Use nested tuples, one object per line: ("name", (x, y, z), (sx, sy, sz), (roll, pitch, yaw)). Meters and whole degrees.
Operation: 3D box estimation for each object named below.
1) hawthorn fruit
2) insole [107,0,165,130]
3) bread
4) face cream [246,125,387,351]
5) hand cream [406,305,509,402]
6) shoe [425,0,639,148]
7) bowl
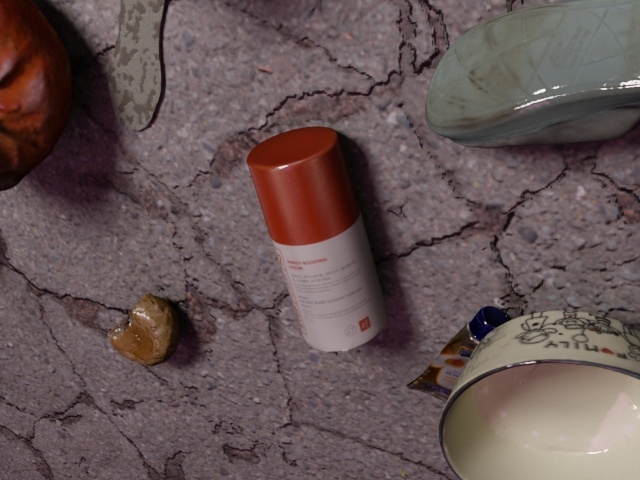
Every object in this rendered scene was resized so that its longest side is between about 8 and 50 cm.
("hawthorn fruit", (-0.398, -0.173, 0.809), (0.271, 0.242, 0.242), (33, 139, 44))
("insole", (-0.190, -0.195, 0.806), (0.065, 0.006, 0.193), (24, 129, 10))
("bread", (-0.218, 0.117, 1.003), (0.082, 0.060, 0.113), (46, 131, -9))
("face cream", (0.000, 0.000, 0.791), (0.096, 0.096, 0.214), (-1, 121, 27))
("hand cream", (0.152, 0.133, 0.849), (0.062, 0.039, 0.163), (19, 133, -7))
("shoe", (0.203, -0.127, 0.615), (0.251, 0.103, 0.100), (-6, 164, 44))
("bowl", (0.238, 0.158, 0.753), (0.237, 0.126, 0.238), (8, 128, 10))
